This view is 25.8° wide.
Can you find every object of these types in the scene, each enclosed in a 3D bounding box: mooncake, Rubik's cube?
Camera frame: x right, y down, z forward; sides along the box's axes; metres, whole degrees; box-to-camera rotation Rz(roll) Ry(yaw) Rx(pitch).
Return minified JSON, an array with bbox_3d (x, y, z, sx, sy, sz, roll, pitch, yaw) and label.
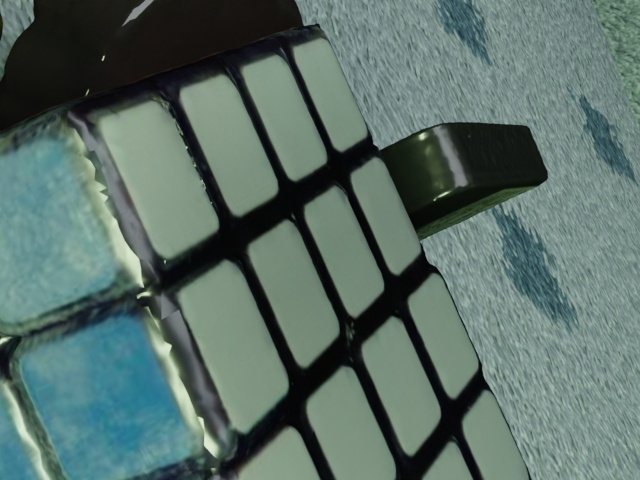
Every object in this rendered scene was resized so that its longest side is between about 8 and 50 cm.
[{"bbox_3d":[-0.141,-0.117,1.141,0.283,0.141,0.283,-31,131,-44],"label":"mooncake"},{"bbox_3d":[-0.124,0.107,0.792,0.337,0.344,0.344,67,26,-6],"label":"Rubik's cube"}]

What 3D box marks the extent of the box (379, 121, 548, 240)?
[{"bbox_3d":[0.000,0.000,1.131,0.211,0.350,0.058,-9,75,-62],"label":"box"}]

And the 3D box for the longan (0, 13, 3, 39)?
[{"bbox_3d":[-0.295,-0.170,1.115,0.083,0.075,0.075,-3,57,-14],"label":"longan"}]
